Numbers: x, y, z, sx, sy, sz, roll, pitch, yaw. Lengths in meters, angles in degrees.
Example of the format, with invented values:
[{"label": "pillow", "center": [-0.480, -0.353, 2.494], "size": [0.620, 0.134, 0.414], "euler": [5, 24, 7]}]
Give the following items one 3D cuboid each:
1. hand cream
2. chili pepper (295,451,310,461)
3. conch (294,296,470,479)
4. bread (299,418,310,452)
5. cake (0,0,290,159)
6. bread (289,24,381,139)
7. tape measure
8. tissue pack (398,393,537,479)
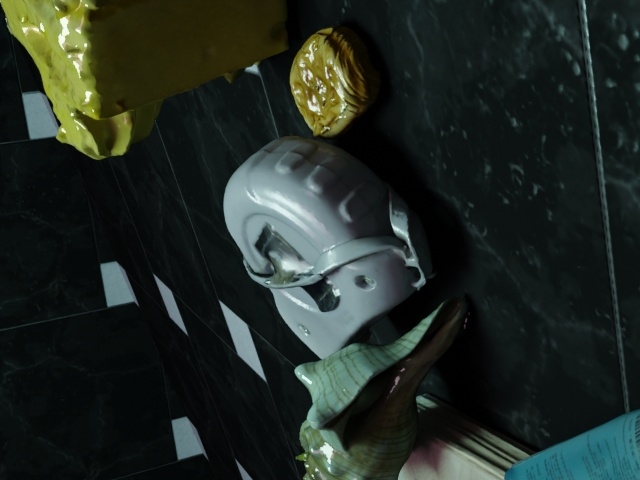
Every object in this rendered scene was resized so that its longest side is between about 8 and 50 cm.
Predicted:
[{"label": "hand cream", "center": [0.192, 0.163, 0.587], "size": [0.224, 0.048, 0.083], "euler": [125, 142, -53]}, {"label": "chili pepper", "center": [0.074, 0.413, 1.191], "size": [0.085, 0.076, 0.359], "euler": [0, 120, 46]}, {"label": "conch", "center": [0.029, 0.144, 0.785], "size": [0.114, 0.137, 0.233], "euler": [36, 128, 43]}, {"label": "bread", "center": [0.021, 0.332, 1.276], "size": [0.193, 0.036, 0.112], "euler": [50, 154, 32]}, {"label": "cake", "center": [-0.172, -0.236, 0.792], "size": [0.222, 0.228, 0.286], "euler": [45, 153, 39]}, {"label": "bread", "center": [0.011, -0.134, 0.738], "size": [0.083, 0.044, 0.111], "euler": [66, 158, 5]}, {"label": "tape measure", "center": [0.000, 0.000, 0.796], "size": [0.197, 0.120, 0.236], "euler": [44, 152, 5]}, {"label": "tissue pack", "center": [0.175, 0.260, 0.766], "size": [0.325, 0.071, 0.170], "euler": [17, 125, 63]}]
